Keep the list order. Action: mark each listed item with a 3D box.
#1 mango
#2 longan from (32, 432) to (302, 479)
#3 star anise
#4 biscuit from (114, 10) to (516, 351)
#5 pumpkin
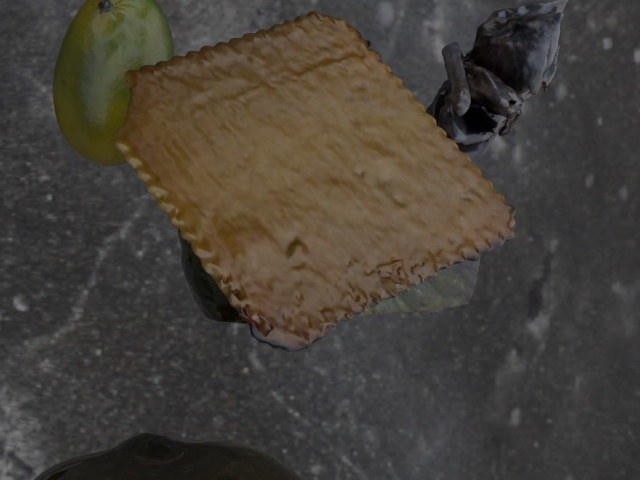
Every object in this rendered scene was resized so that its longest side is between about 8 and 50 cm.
[{"bbox_3d":[-0.194,-0.146,1.057,0.122,0.085,0.191,-43,151,-53],"label":"mango"},{"bbox_3d":[-0.153,0.355,1.126,0.361,0.361,0.361,0,90,-50],"label":"longan"},{"bbox_3d":[0.141,-0.133,0.982,0.209,0.089,0.231,-54,167,-8],"label":"star anise"},{"bbox_3d":[-0.009,-0.054,0.762,0.232,0.013,0.237,-25,65,-33],"label":"biscuit"},{"bbox_3d":[0.000,0.001,1.115,0.280,0.190,0.139,-2,98,-15],"label":"pumpkin"}]
